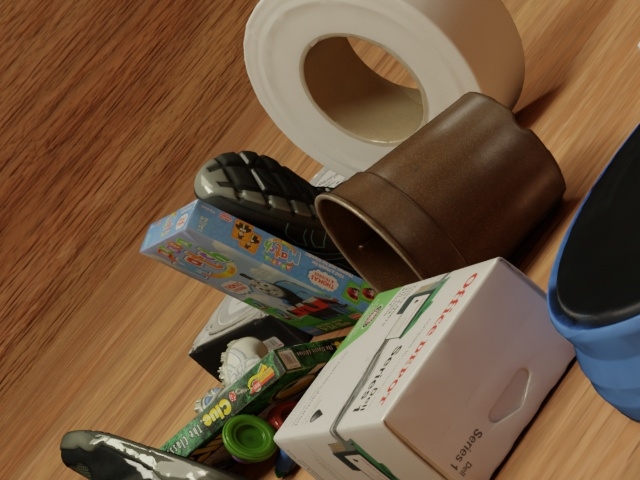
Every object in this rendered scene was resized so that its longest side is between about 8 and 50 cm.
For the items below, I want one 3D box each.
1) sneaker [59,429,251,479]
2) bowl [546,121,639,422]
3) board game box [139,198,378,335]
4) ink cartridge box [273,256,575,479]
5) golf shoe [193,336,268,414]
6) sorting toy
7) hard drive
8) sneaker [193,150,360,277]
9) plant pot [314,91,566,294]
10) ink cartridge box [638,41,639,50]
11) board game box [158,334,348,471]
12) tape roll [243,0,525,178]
[{"bbox_3d":[-0.166,0.247,1.737,0.227,0.087,0.130,16,82,37],"label":"sneaker"},{"bbox_3d":[0.294,-0.057,1.218,0.391,0.077,0.391,-46,11,12],"label":"bowl"},{"bbox_3d":[-0.062,0.030,1.937,0.160,0.211,0.039,-23,43,67],"label":"board game box"},{"bbox_3d":[0.077,0.110,1.437,0.160,0.092,0.219,-53,11,-21],"label":"ink cartridge box"},{"bbox_3d":[-0.065,0.150,1.985,0.086,0.069,0.176,-17,22,19],"label":"golf shoe"},{"bbox_3d":[-0.045,0.185,1.745,0.102,0.061,0.042,-18,-35,-35],"label":"sorting toy"},{"bbox_3d":[0.000,0.000,2.202,0.339,0.064,0.237,-53,12,-27],"label":"hard drive"},{"bbox_3d":[-0.027,-0.012,1.965,0.106,0.267,0.101,-53,44,25],"label":"sneaker"},{"bbox_3d":[0.110,-0.030,1.651,0.165,0.167,0.167,-44,10,-12],"label":"plant pot"},{"bbox_3d":[0.368,-0.207,1.593,0.179,0.045,0.145,-5,40,48],"label":"ink cartridge box"},{"bbox_3d":[-0.079,0.174,1.825,0.260,0.030,0.136,-42,-22,32],"label":"board game box"},{"bbox_3d":[0.065,-0.186,2.001,0.286,0.286,0.100,-34,17,52],"label":"tape roll"}]
